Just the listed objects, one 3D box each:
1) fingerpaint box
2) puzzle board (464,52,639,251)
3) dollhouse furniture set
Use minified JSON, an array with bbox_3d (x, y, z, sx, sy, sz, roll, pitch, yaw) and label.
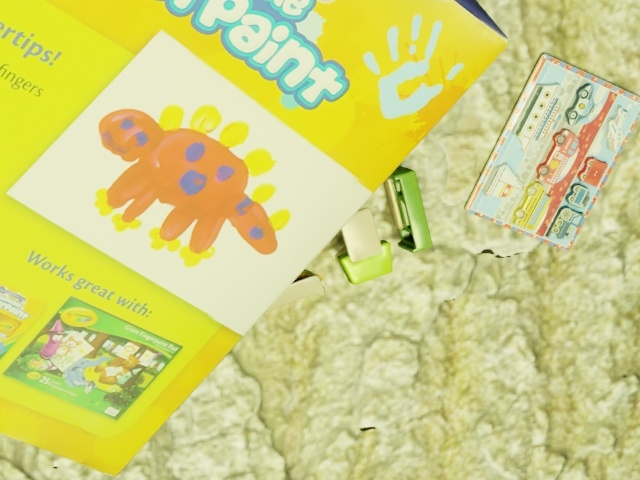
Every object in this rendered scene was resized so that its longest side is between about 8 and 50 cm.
[{"bbox_3d":[-0.183,-0.112,0.802,0.444,0.163,0.371,29,110,-39],"label":"fingerpaint box"},{"bbox_3d":[0.174,-0.062,1.096,0.096,0.011,0.128,20,104,-24],"label":"puzzle board"},{"bbox_3d":[0.000,0.000,1.034,0.151,0.076,0.059,-19,104,-12],"label":"dollhouse furniture set"}]
